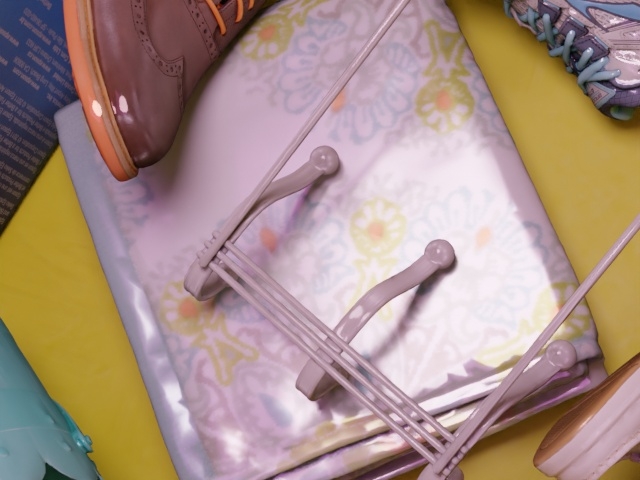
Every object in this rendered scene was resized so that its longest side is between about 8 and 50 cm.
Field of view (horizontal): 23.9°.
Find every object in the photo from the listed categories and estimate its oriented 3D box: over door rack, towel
[{"bbox_3d":[0.088,-0.023,0.993,0.239,0.108,0.324,40,108,17],"label":"over door rack"},{"bbox_3d":[0.000,0.000,1.122,0.320,0.090,0.374,-23,74,4],"label":"towel"}]

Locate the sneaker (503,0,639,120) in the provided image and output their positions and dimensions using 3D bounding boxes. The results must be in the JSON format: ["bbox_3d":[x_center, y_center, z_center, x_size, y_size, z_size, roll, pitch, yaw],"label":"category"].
[{"bbox_3d":[0.203,-0.155,1.079,0.283,0.110,0.122,17,89,4],"label":"sneaker"}]

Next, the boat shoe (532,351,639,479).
[{"bbox_3d":[0.244,0.102,0.967,0.096,0.277,0.098,55,138,10],"label":"boat shoe"}]

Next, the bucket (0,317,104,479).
[{"bbox_3d":[-0.301,0.165,1.042,0.281,0.281,0.183,-32,67,5],"label":"bucket"}]

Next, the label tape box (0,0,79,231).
[{"bbox_3d":[-0.320,-0.064,1.123,0.115,0.249,0.348,32,87,17],"label":"label tape box"}]

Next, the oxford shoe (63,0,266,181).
[{"bbox_3d":[-0.097,-0.193,1.098,0.132,0.130,0.364,-6,49,13],"label":"oxford shoe"}]
